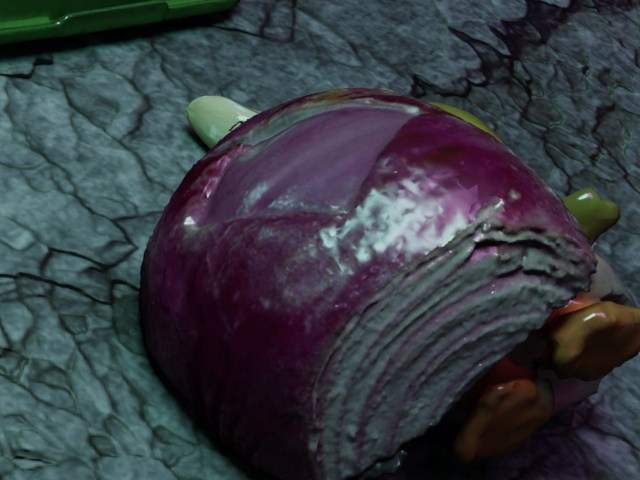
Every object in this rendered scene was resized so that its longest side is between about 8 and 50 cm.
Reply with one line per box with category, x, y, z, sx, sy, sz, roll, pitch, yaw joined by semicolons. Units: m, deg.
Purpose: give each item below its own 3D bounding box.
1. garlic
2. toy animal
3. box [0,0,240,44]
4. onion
garlic;-0.053;-0.078;1.435;0.083;0.041;0.053;9;23;-34
toy animal;0.092;0.008;1.302;0.281;0.195;0.169;53;4;30
box;-0.212;-0.285;1.494;0.329;0.177;0.253;-18;54;-45
onion;0.000;0.000;1.178;0.247;0.250;0.111;45;-4;27
